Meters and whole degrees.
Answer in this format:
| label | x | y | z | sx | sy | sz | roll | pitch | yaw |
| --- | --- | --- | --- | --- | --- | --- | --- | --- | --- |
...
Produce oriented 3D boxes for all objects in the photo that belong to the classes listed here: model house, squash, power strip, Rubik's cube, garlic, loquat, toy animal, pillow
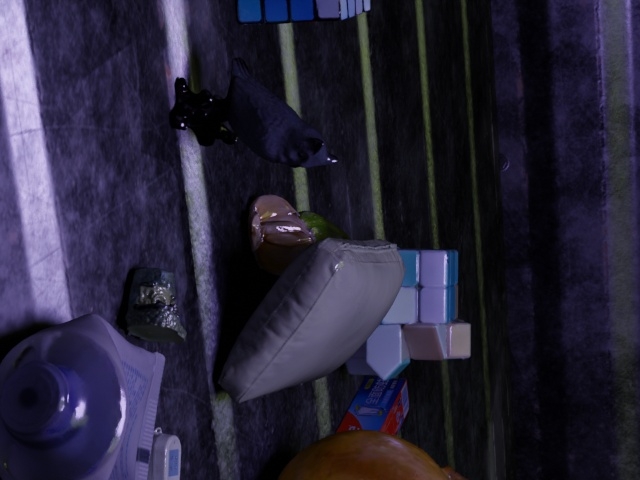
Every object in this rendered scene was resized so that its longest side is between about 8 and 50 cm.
| label | x | y | z | sx | sy | sz | roll | pitch | yaw |
| --- | --- | --- | --- | --- | --- | --- | --- | --- | --- |
| model house | -0.183 | 0.068 | 1.727 | 0.079 | 0.066 | 0.083 | 52 | 41 | -65 |
| squash | 0.000 | 0.000 | 2.300 | 0.229 | 0.066 | 0.066 | 33 | 60 | -70 |
| power strip | -0.187 | 0.315 | 1.781 | 0.047 | 0.030 | 0.191 | 15 | 75 | -71 |
| Rubik's cube | 0.134 | 0.117 | 2.474 | 0.265 | 0.224 | 0.213 | 1 | 90 | -78 |
| garlic | -0.059 | -0.008 | 2.097 | 0.074 | 0.094 | 0.113 | 179 | -95 | -68 |
| loquat | 0.090 | 0.423 | 2.148 | 0.328 | 0.359 | 0.328 | 171 | -90 | -87 |
| toy animal | -0.066 | -0.154 | 1.863 | 0.121 | 0.210 | 0.117 | 46 | 62 | -67 |
| pillow | -0.003 | 0.104 | 2.087 | 0.255 | 0.120 | 0.322 | -52 | 166 | 11 |
| Rubik's cube | -0.025 | -0.379 | 2.075 | 0.155 | 0.151 | 0.154 | -42 | 131 | -67 |

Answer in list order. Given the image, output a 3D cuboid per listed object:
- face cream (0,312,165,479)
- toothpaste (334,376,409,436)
| label | x | y | z | sx | sy | sz | roll | pitch | yaw |
| --- | --- | --- | --- | --- | --- | --- | --- | --- | --- |
| face cream | -0.223 | 0.195 | 1.561 | 0.420 | 0.137 | 0.234 | 59 | 34 | -72 |
| toothpaste | 0.072 | 0.326 | 2.513 | 0.320 | 0.076 | 0.066 | -54 | 140 | -62 |
